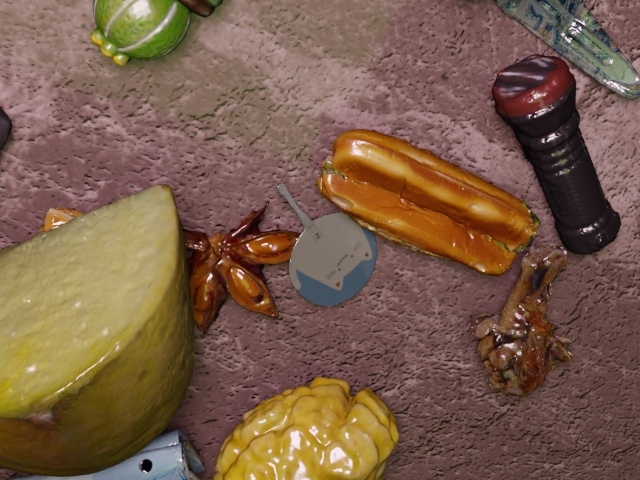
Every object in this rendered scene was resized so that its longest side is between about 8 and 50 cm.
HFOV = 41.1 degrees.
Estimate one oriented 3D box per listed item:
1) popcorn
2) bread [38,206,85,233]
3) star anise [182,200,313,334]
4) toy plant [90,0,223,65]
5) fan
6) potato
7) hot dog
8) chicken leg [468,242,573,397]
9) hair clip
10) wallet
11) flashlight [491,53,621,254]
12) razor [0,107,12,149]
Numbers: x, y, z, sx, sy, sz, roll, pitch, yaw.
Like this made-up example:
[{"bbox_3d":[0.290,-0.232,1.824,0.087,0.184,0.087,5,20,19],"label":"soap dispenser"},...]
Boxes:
[{"bbox_3d":[-0.014,0.273,1.022,0.200,0.226,0.203,21,156,16],"label":"popcorn"},{"bbox_3d":[-0.276,0.028,0.917,0.074,0.053,0.132,22,112,-17],"label":"bread"},{"bbox_3d":[-0.107,0.037,0.948,0.212,0.053,0.157,-9,111,-9],"label":"star anise"},{"bbox_3d":[-0.148,-0.233,0.800,0.162,0.093,0.093,-41,114,10],"label":"toy plant"},{"bbox_3d":[0.000,0.000,0.954,0.113,0.005,0.175,-43,123,-9],"label":"fan"},{"bbox_3d":[-0.243,0.151,0.848,0.330,0.213,0.280,-20,139,1],"label":"potato"},{"bbox_3d":[0.119,-0.037,0.942,0.268,0.072,0.115,25,107,-20],"label":"hot dog"},{"bbox_3d":[0.239,0.097,1.020,0.125,0.080,0.196,-17,118,-5],"label":"chicken leg"},{"bbox_3d":[0.258,-0.227,0.900,0.229,0.036,0.066,37,100,-15],"label":"hair clip"},{"bbox_3d":[-0.261,0.294,0.988,0.250,0.075,0.176,-15,156,-3],"label":"wallet"},{"bbox_3d":[0.264,-0.088,0.943,0.093,0.093,0.232,-28,121,4],"label":"flashlight"},{"bbox_3d":[-0.385,-0.116,0.834,0.148,0.054,0.090,28,103,-20],"label":"razor"}]
